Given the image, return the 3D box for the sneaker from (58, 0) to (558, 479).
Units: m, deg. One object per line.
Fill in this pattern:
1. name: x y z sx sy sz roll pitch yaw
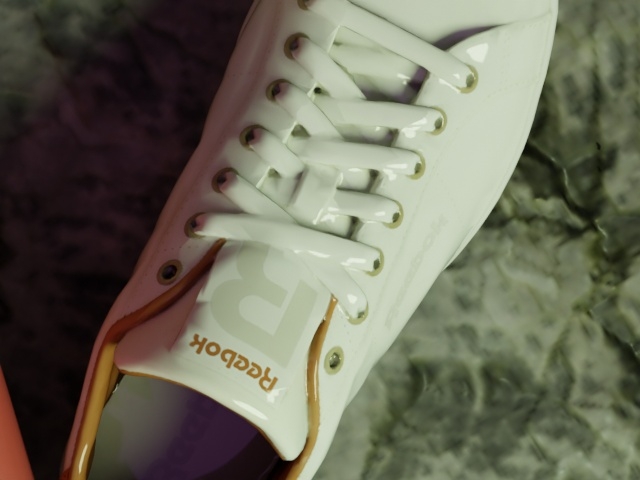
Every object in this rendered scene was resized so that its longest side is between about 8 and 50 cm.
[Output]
1. sneaker: 0.000 0.000 0.603 0.106 0.123 0.290 25 99 -4

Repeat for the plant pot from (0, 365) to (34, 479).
1. plant pot: -0.225 0.015 0.543 0.275 0.275 0.243 -8 94 1
